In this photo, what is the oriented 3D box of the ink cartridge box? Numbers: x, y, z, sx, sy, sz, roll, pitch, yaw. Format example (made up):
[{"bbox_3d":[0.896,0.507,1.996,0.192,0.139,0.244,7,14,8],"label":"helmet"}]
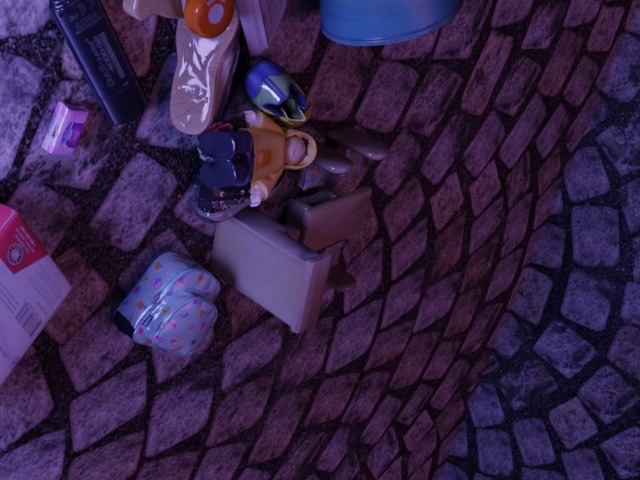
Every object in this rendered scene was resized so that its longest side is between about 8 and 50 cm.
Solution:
[{"bbox_3d":[-0.540,0.114,1.509,0.306,0.131,0.226,-58,154,-26],"label":"ink cartridge box"}]

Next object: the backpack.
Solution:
[{"bbox_3d":[-0.284,0.122,1.959,0.188,0.144,0.166,-60,146,-2],"label":"backpack"}]

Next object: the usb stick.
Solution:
[{"bbox_3d":[-0.342,-0.286,1.576,0.077,0.045,0.278,-35,146,-12],"label":"usb stick"}]

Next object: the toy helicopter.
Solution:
[{"bbox_3d":[-0.259,-0.440,1.471,0.355,0.140,0.235,-5,120,-52],"label":"toy helicopter"}]

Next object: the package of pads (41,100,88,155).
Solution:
[{"bbox_3d":[-0.403,-0.177,1.600,0.050,0.032,0.083,3,115,-56],"label":"package of pads"}]

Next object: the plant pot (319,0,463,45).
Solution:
[{"bbox_3d":[0.107,-0.529,1.839,0.272,0.272,0.255,-39,130,-31],"label":"plant pot"}]

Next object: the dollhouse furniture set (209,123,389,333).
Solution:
[{"bbox_3d":[0.000,0.000,2.156,0.394,0.256,0.362,-23,136,-46],"label":"dollhouse furniture set"}]

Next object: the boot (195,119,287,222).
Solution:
[{"bbox_3d":[-0.150,-0.155,1.958,0.236,0.085,0.178,-35,141,-37],"label":"boot"}]

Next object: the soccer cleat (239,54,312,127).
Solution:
[{"bbox_3d":[-0.066,-0.253,1.913,0.093,0.121,0.289,-43,163,3],"label":"soccer cleat"}]

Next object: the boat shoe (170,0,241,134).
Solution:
[{"bbox_3d":[-0.190,-0.324,1.731,0.092,0.103,0.285,-42,145,-74],"label":"boat shoe"}]

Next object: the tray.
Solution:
[{"bbox_3d":[-0.094,-0.415,1.725,0.270,0.030,0.145,80,31,-77],"label":"tray"}]

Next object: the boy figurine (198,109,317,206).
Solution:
[{"bbox_3d":[-0.110,-0.152,1.866,0.285,0.092,0.177,-12,105,-57],"label":"boy figurine"}]
